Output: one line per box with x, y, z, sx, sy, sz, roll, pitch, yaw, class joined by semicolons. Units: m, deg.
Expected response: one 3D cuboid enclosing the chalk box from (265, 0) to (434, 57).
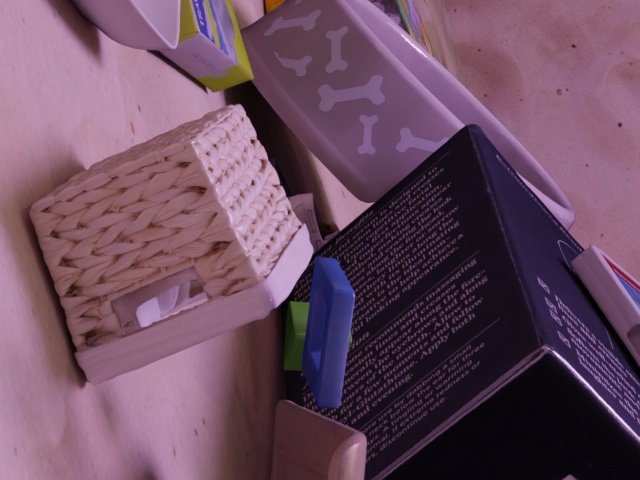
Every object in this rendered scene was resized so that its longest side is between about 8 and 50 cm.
0.040;-0.186;1.976;0.132;0.132;0.213;-96;165;-48;chalk box

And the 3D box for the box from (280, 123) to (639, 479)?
0.144;0.143;1.414;0.293;0.212;0.395;46;15;-19;box

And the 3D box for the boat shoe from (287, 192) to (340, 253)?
0.000;0.000;1.586;0.035;0.035;0.100;-93;162;-52;boat shoe

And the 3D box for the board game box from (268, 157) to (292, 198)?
-0.031;-0.008;1.599;0.090;0.020;0.090;-91;160;-59;board game box

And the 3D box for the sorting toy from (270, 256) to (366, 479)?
0.004;0.183;1.017;0.196;0.047;0.348;-175;-90;-80;sorting toy

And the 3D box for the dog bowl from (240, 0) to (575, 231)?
0.081;-0.093;1.706;0.349;0.102;0.349;42;10;-9;dog bowl

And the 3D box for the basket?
-0.081;-0.004;1.079;0.167;0.113;0.103;-54;121;-77;basket

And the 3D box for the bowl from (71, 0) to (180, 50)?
-0.138;-0.201;1.242;0.142;0.053;0.142;54;30;-59;bowl

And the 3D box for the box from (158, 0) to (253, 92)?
-0.103;-0.182;1.462;0.178;0.042;0.109;31;41;-76;box

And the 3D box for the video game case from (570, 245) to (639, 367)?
0.294;0.143;1.394;0.204;0.025;0.285;34;21;-51;video game case
